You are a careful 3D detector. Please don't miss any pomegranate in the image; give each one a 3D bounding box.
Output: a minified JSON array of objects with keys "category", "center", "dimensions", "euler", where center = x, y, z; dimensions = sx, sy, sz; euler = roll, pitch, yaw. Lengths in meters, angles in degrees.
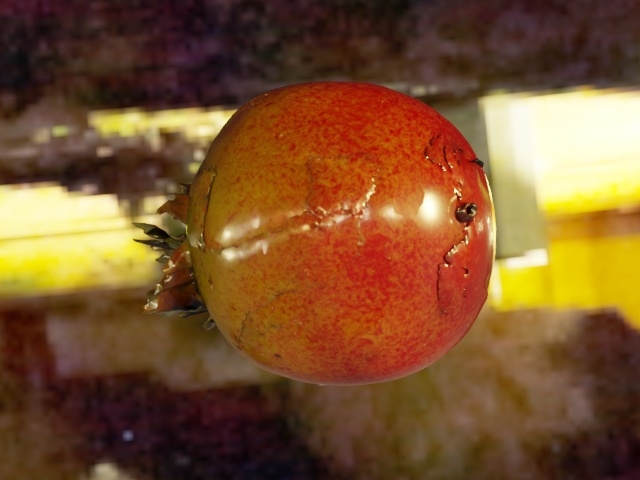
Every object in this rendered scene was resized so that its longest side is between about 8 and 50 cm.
[{"category":"pomegranate","center":[0.000,0.000,1.282],"dimensions":[0.235,0.210,0.210],"euler":[-16,175,7]}]
